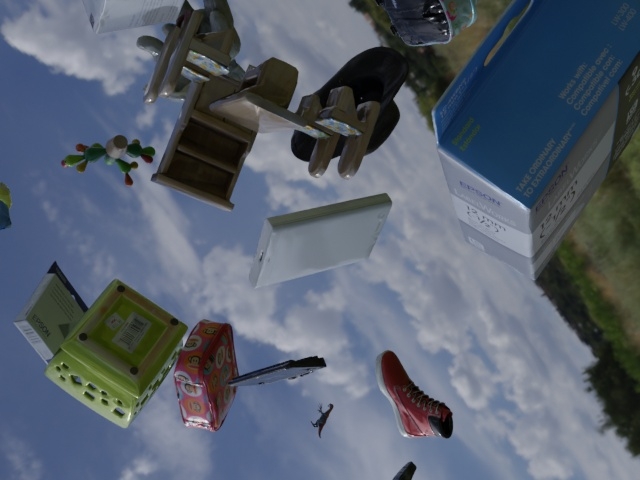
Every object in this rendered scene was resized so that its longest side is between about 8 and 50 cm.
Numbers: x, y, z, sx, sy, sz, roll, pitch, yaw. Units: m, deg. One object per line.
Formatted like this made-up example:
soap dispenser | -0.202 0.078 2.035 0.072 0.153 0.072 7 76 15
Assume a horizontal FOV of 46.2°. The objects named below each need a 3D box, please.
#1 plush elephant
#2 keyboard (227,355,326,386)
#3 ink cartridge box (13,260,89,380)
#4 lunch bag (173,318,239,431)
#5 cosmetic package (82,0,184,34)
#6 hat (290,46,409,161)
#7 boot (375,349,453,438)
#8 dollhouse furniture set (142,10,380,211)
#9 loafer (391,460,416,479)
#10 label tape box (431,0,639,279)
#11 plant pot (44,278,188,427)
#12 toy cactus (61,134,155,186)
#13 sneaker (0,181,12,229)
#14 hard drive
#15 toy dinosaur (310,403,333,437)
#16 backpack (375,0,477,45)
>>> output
plush elephant | -0.340 -0.463 1.869 0.271 0.255 0.330 10 137 47
keyboard | -0.065 0.217 1.244 0.108 0.180 0.023 6 -111 -39
ink cartridge box | -0.627 0.197 1.841 0.224 0.045 0.223 -77 -31 -50
lunch bag | -0.323 0.383 2.202 0.258 0.120 0.293 -65 -22 -52
cosmetic package | -0.386 -0.532 1.524 0.183 0.151 0.152 -18 -95 -27
hat | 0.092 -0.280 1.737 0.134 0.331 0.331 41 -158 -35
boot | 0.245 0.385 1.892 0.088 0.176 0.244 -28 -83 -37
dollhouse furniture set | -0.161 -0.198 1.408 0.362 0.257 0.394 22 176 -24
loafer | 0.183 0.592 1.725 0.061 0.170 0.062 32 159 2
label tape box | 0.250 -0.128 0.809 0.115 0.249 0.348 34 172 23
plant pot | -0.429 0.233 1.620 0.227 0.207 0.228 35 -127 -3
toy cactus | -0.493 -0.199 1.777 0.218 0.180 0.112 1 -100 -24
sneaker | -0.756 -0.038 1.549 0.091 0.240 0.126 -165 60 -70
hard drive | 0.000 0.000 1.679 0.307 0.203 0.040 -13 -127 -29
toy dinosaur | 0.011 0.517 2.196 0.090 0.082 0.047 61 172 4
backpack | 0.284 -0.617 1.910 0.225 0.191 0.253 58 170 -25
